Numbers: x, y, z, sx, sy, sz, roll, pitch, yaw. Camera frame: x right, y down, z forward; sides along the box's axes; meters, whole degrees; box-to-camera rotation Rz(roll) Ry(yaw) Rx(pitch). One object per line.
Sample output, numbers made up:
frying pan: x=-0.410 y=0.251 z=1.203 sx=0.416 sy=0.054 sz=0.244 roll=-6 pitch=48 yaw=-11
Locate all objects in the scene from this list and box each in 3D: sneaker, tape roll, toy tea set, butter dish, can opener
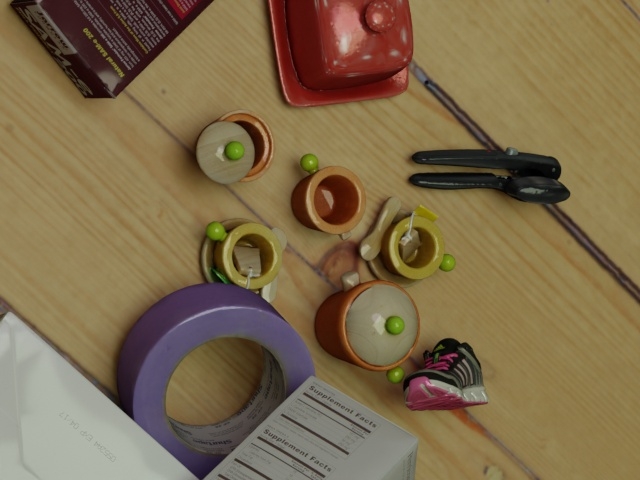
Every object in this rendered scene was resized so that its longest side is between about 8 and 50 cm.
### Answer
sneaker: x=0.130 y=0.142 z=2.035 sx=0.170 sy=0.063 sz=0.075 roll=12 pitch=66 yaw=-63
tape roll: x=-0.105 y=0.143 z=1.900 sx=0.189 sy=0.080 sz=0.189 roll=-6 pitch=108 yaw=-18
toy tea set: x=0.000 y=0.000 z=1.965 sx=0.336 sy=0.124 sz=0.200 roll=30 pitch=75 yaw=-23
butter dish: x=0.039 y=-0.229 z=1.997 sx=0.160 sy=0.118 sz=0.160 roll=-9 pitch=92 yaw=-28
can opener: x=0.186 y=-0.078 z=2.102 sx=0.186 sy=0.073 sz=0.059 roll=8 pitch=93 yaw=-17

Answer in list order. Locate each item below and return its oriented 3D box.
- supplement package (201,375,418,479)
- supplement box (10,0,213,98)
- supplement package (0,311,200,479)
supplement package: x=-0.032 y=0.271 z=1.799 sx=0.244 sy=0.134 sz=0.139 roll=-42 pitch=149 yaw=-34
supplement box: x=-0.180 y=-0.268 z=1.908 sx=0.239 sy=0.073 sz=0.130 roll=-47 pitch=114 yaw=-21
supplement package: x=-0.279 y=0.231 z=1.794 sx=0.262 sy=0.145 sz=0.204 roll=44 pitch=70 yaw=-13
